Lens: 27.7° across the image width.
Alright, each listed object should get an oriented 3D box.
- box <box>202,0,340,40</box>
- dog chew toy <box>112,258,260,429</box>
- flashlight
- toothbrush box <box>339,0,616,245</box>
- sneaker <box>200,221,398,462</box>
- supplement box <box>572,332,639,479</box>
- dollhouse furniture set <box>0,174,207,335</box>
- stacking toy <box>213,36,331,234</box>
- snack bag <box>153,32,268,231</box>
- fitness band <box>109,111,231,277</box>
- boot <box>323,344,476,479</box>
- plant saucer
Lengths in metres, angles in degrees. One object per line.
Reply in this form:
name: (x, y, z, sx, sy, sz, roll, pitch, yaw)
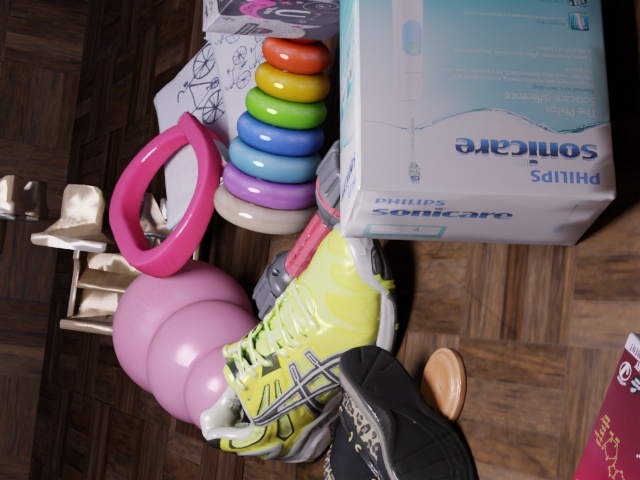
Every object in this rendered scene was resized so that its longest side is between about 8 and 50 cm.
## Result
box: (-0.036, -0.310, 1.434, 0.247, 0.163, 0.142, 173, 98, -75)
dog chew toy: (-0.161, 0.160, 1.800, 0.332, 0.207, 0.206, 43, 122, 55)
flashlight: (0.000, 0.000, 1.577, 0.304, 0.103, 0.103, 125, 143, -46)
toothbrush box: (0.129, -0.153, 1.136, 0.126, 0.216, 0.295, 106, 164, -69)
sneaker: (-0.026, 0.136, 1.508, 0.145, 0.147, 0.384, 62, 142, 40)
supplement box: (0.244, 0.203, 0.947, 0.130, 0.073, 0.239, -126, 48, -59)
dollhouse furniture set: (-0.377, 0.040, 2.178, 0.394, 0.362, 0.256, 8, -91, -86)
stacking toy: (-0.042, -0.181, 1.662, 0.141, 0.141, 0.330, -128, 47, -61)
snack bag: (-0.143, -0.225, 1.943, 0.342, 0.037, 0.323, -41, 41, 28)
fitness band: (-0.217, -0.067, 1.843, 0.209, 0.054, 0.291, -50, 32, 10)
boot: (0.077, 0.246, 1.343, 0.178, 0.085, 0.236, 101, 148, -42)
plant saucer: (0.124, 0.152, 1.335, 0.083, 0.013, 0.083, -172, 90, -69)
